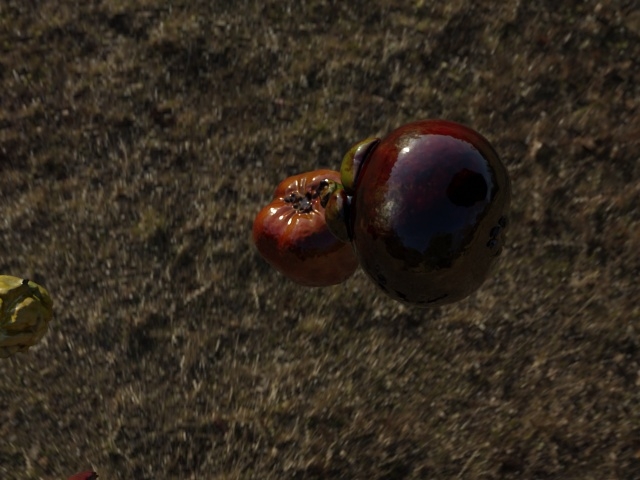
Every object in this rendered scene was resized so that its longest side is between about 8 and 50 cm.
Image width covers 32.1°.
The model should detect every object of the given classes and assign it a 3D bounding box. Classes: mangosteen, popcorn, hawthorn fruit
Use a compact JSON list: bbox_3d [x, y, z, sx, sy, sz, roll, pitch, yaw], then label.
[{"bbox_3d":[0.061,-0.021,0.761,0.140,0.140,0.140,2,70,-6],"label":"mangosteen"},{"bbox_3d":[-0.510,0.119,1.787,0.148,0.167,0.152,34,107,44],"label":"popcorn"},{"bbox_3d":[0.000,0.000,1.972,0.207,0.243,0.207,-12,50,15],"label":"hawthorn fruit"}]

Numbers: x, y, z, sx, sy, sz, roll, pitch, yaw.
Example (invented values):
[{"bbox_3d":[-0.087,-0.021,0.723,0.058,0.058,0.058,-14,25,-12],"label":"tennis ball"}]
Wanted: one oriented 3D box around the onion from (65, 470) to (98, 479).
[{"bbox_3d":[-0.270,0.421,1.484,0.248,0.248,0.161,36,92,7],"label":"onion"}]
